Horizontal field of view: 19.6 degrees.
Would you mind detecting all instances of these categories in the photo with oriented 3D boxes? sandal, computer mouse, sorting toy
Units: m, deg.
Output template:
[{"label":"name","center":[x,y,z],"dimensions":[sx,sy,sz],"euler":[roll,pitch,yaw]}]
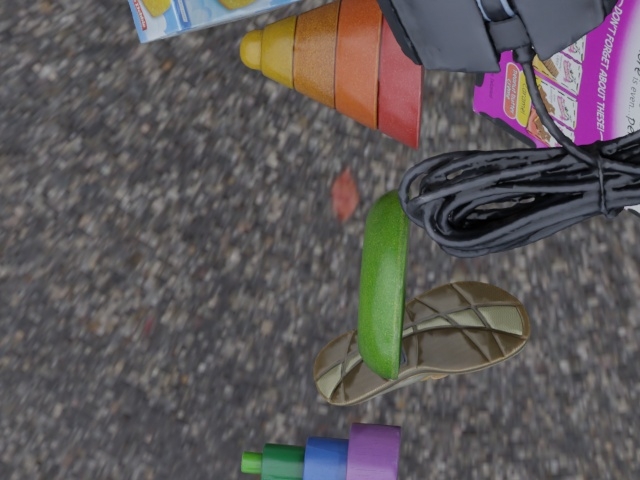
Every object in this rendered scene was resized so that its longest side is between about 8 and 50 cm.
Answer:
[{"label":"sandal","center":[0.080,0.083,1.424],"dimensions":[0.180,0.049,0.072],"euler":[-22,67,23]},{"label":"computer mouse","center":[0.092,-0.122,0.674],"dimensions":[0.184,0.060,0.262],"euler":[-7,103,18]},{"label":"sorting toy","center":[0.000,0.000,1.222],"dimensions":[0.126,0.127,0.366],"euler":[4,90,3]}]

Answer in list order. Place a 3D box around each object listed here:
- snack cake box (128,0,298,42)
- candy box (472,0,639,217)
[{"label":"snack cake box","center":[-0.122,-0.332,1.728],"dimensions":[0.152,0.089,0.264],"euler":[-19,96,-30]},{"label":"candy box","center":[0.183,-0.077,0.862],"dimensions":[0.233,0.071,0.159],"euler":[37,147,29]}]
